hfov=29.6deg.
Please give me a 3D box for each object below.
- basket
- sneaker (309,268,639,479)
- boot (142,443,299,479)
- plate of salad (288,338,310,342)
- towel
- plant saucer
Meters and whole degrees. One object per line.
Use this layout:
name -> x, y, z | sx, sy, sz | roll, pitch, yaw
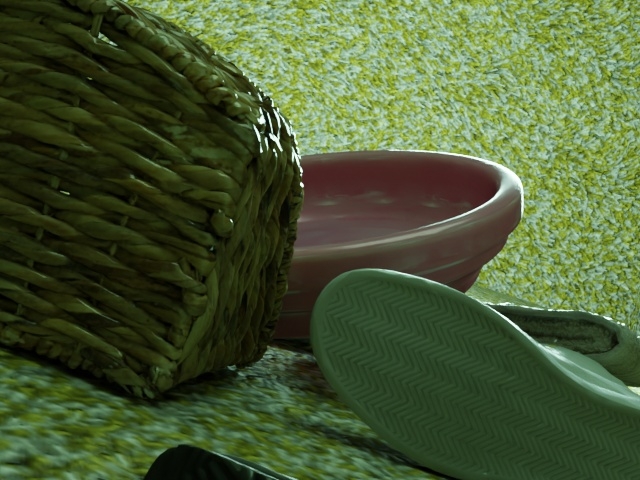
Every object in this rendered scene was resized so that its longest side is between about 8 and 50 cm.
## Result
basket -> -0.162, -0.052, 0.779 | 0.299, 0.213, 0.223 | 20, 4, 12
sneaker -> 0.116, 0.104, 0.815 | 0.293, 0.108, 0.169 | 28, 0, -8
boot -> 0.061, 0.126, 0.414 | 0.208, 0.076, 0.190 | 25, 0, -39
plate of salad -> -0.066, 0.049, 1.124 | 0.200, 0.048, 0.200 | 19, 2, -1
towel -> 0.147, 0.085, 1.028 | 0.282, 0.049, 0.187 | 2, -10, 31
plant saucer -> 0.000, 0.000, 0.998 | 0.332, 0.084, 0.332 | -6, 15, 2
